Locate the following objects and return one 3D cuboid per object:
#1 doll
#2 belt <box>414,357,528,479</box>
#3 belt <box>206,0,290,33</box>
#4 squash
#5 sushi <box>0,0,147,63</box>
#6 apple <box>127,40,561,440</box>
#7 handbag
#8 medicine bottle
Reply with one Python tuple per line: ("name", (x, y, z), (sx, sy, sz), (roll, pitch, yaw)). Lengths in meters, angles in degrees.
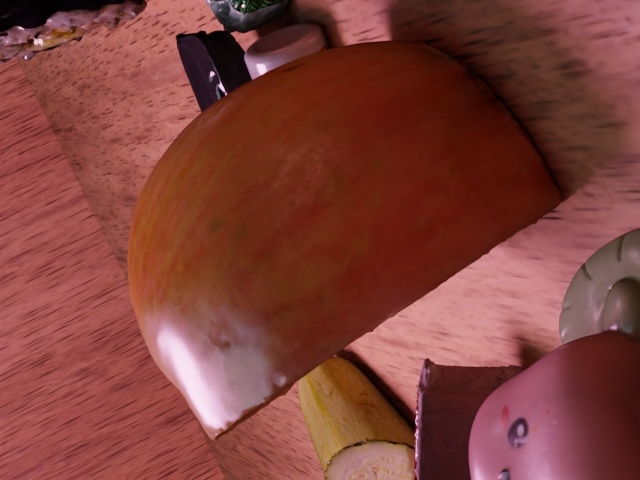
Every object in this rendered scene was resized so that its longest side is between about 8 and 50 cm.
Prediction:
("doll", (0.221, 0.147, 1.095), (0.268, 0.216, 0.284), (-43, 54, 53))
("belt", (0.143, 0.206, 1.435), (0.128, 0.124, 0.200), (88, -176, -74))
("belt", (-0.088, -0.265, 1.569), (0.121, 0.079, 0.151), (53, 164, 31))
("squash", (0.022, 0.211, 1.968), (0.287, 0.137, 0.137), (51, 162, 45))
("sushi", (-0.390, -0.361, 1.933), (0.329, 0.328, 0.285), (-39, -65, -78))
("apple", (0.000, 0.000, 1.283), (0.314, 0.309, 0.252), (44, 157, 45))
("handbag", (-0.057, -0.067, 1.672), (0.332, 0.075, 0.191), (65, 170, -12))
("medicine bottle", (-0.015, -0.134, 1.548), (0.080, 0.080, 0.130), (33, 148, 63))
